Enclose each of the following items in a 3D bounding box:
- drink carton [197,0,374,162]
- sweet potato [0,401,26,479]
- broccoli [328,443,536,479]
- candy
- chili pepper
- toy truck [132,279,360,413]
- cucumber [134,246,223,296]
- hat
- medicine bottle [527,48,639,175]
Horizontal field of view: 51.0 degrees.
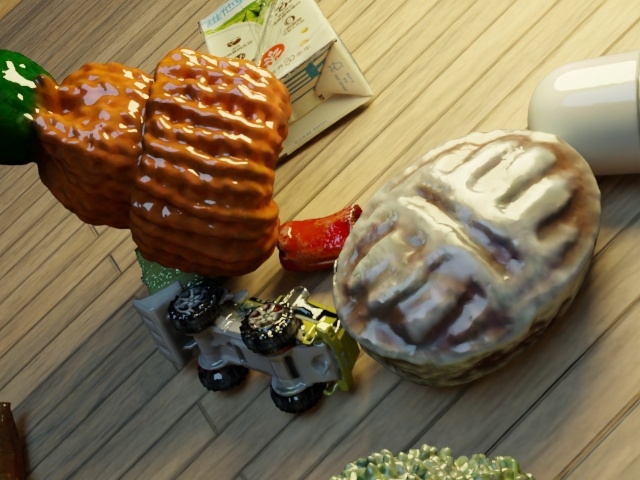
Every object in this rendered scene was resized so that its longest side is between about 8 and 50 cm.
[{"bbox_3d":[-0.064,-0.292,1.071,0.194,0.132,0.324,-32,44,10],"label":"drink carton"},{"bbox_3d":[-0.417,0.326,0.897,0.078,0.058,0.255,-29,47,-17],"label":"sweet potato"},{"bbox_3d":[0.117,0.271,0.463,0.235,0.260,0.288,-35,46,-14],"label":"broccoli"},{"bbox_3d":[0.148,0.018,0.686,0.289,0.157,0.214,-40,59,-8],"label":"candy"},{"bbox_3d":[0.000,0.000,0.858,0.123,0.073,0.070,-11,12,24],"label":"chili pepper"},{"bbox_3d":[-0.088,0.110,0.793,0.286,0.136,0.111,8,41,34],"label":"toy truck"},{"bbox_3d":[-0.198,0.041,0.960,0.115,0.062,0.116,-29,57,14],"label":"cucumber"},{"bbox_3d":[-0.238,-0.086,0.806,0.400,0.285,0.285,1,49,-11],"label":"hat"},{"bbox_3d":[0.379,-0.134,0.663,0.341,0.130,0.130,-1,58,32],"label":"medicine bottle"}]
